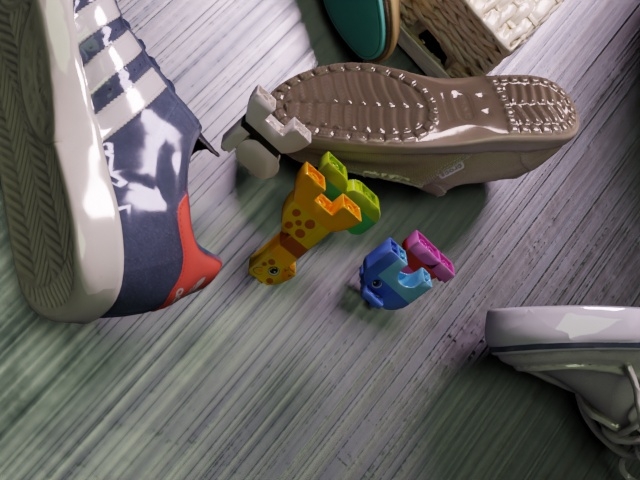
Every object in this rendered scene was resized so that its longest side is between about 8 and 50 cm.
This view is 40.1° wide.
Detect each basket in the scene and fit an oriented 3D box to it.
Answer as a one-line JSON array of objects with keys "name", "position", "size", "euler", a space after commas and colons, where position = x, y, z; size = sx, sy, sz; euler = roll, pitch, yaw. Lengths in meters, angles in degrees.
[{"name": "basket", "position": [0.157, -0.230, 0.799], "size": [0.113, 0.103, 0.167], "euler": [46, 68, -7]}]

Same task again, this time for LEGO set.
[{"name": "LEGO set", "position": [0.000, 0.000, 0.680], "size": [0.227, 0.093, 0.087], "euler": [41, 23, -22]}]

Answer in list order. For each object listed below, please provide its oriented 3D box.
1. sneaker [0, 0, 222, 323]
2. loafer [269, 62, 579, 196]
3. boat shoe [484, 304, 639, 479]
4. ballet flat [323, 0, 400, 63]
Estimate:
[{"name": "sneaker", "position": [-0.159, -0.110, 0.653], "size": [0.148, 0.131, 0.350], "euler": [1, 73, -44]}, {"name": "loafer", "position": [0.084, -0.086, 0.749], "size": [0.268, 0.092, 0.102], "euler": [2, 52, -7]}, {"name": "boat shoe", "position": [0.299, 0.145, 0.781], "size": [0.367, 0.135, 0.157], "euler": [10, 79, -30]}, {"name": "ballet flat", "position": [0.024, -0.270, 0.771], "size": [0.073, 0.080, 0.232], "euler": [-27, 92, -39]}]
